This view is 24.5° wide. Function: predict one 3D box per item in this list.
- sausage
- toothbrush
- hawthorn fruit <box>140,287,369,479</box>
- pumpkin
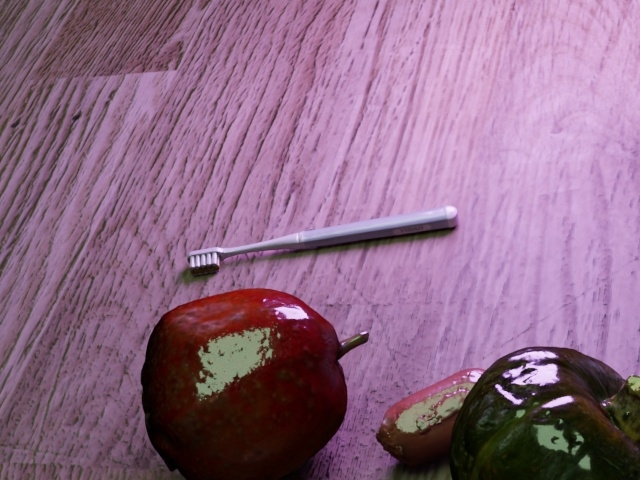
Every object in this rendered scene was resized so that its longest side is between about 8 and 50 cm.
[{"bbox_3d":[0.125,0.182,1.505,0.141,0.076,0.076,-22,39,-7],"label":"sausage"},{"bbox_3d":[0.000,-0.002,1.804,0.342,0.025,0.030,-11,46,9],"label":"toothbrush"},{"bbox_3d":[-0.064,0.148,1.530,0.249,0.215,0.215,-16,39,-9],"label":"hawthorn fruit"},{"bbox_3d":[0.243,0.194,1.309,0.260,0.189,0.260,26,19,-10],"label":"pumpkin"}]
